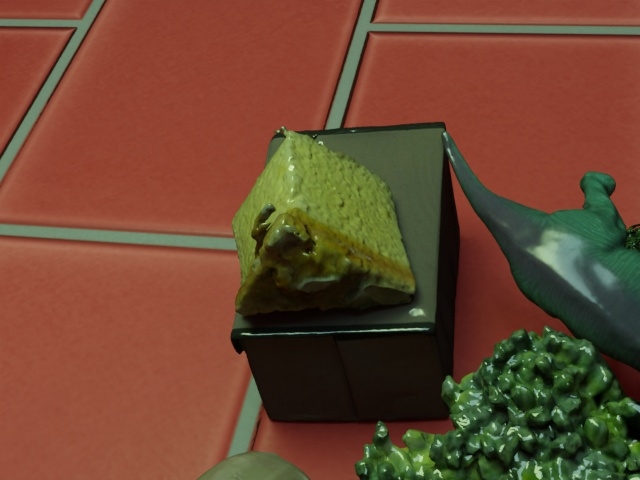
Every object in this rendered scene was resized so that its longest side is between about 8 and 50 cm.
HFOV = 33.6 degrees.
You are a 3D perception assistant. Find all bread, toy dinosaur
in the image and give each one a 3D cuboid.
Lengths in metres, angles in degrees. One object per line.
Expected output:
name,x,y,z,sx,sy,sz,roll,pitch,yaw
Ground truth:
bread,0.000,0.000,0.903,0.152,0.127,0.147,15,43,-20
toy dinosaur,0.224,0.052,0.835,0.383,0.129,0.331,37,19,4

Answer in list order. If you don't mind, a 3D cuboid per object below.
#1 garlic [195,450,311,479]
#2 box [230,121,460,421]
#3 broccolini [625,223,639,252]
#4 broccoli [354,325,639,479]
garlic,-0.127,0.288,0.736,0.340,0.231,0.246,-25,38,-13
box,0.035,0.032,1.009,0.188,0.153,0.252,-3,47,10
broccolini,0.353,-0.025,1.087,0.054,0.051,0.239,21,47,34
broccoli,0.131,0.212,0.769,0.248,0.245,0.288,43,94,4
